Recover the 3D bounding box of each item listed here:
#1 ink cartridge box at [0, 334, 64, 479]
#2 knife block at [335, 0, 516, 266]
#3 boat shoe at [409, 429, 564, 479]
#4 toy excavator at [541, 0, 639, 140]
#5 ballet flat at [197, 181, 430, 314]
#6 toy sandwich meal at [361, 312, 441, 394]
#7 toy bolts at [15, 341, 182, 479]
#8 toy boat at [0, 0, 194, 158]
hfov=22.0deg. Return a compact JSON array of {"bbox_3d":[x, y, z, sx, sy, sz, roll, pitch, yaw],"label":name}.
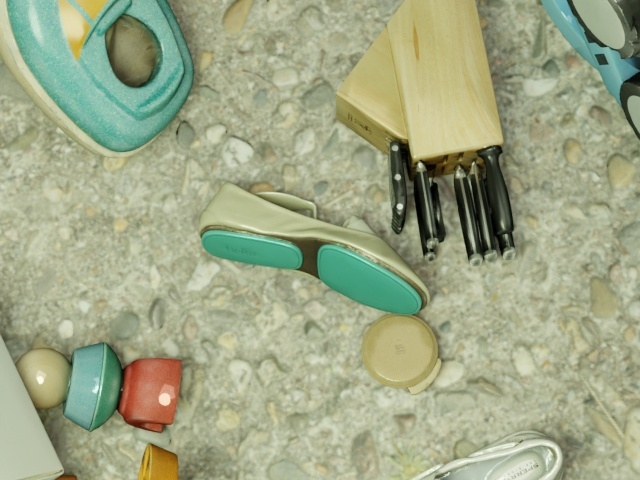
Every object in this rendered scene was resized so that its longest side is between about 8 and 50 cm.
[{"bbox_3d":[-0.399,0.196,1.536,0.273,0.114,0.197,-34,76,27],"label":"ink cartridge box"},{"bbox_3d":[0.147,-0.122,1.682,0.242,0.088,0.275,35,79,7],"label":"knife block"},{"bbox_3d":[0.112,0.264,1.586,0.277,0.096,0.098,-33,79,-7],"label":"boat shoe"},{"bbox_3d":[0.272,-0.332,1.678,0.222,0.445,0.433,-36,120,-8],"label":"toy excavator"},{"bbox_3d":[0.000,0.000,1.664,0.248,0.086,0.086,18,78,6],"label":"ballet flat"},{"bbox_3d":[0.082,0.114,1.658,0.085,0.029,0.085,-1,74,4],"label":"toy sandwich meal"},{"bbox_3d":[-0.223,0.199,1.553,0.158,0.218,0.228,9,69,-11],"label":"toy bolts"},{"bbox_3d":[-0.187,-0.258,1.656,0.267,0.148,0.318,52,57,-31],"label":"toy boat"}]
